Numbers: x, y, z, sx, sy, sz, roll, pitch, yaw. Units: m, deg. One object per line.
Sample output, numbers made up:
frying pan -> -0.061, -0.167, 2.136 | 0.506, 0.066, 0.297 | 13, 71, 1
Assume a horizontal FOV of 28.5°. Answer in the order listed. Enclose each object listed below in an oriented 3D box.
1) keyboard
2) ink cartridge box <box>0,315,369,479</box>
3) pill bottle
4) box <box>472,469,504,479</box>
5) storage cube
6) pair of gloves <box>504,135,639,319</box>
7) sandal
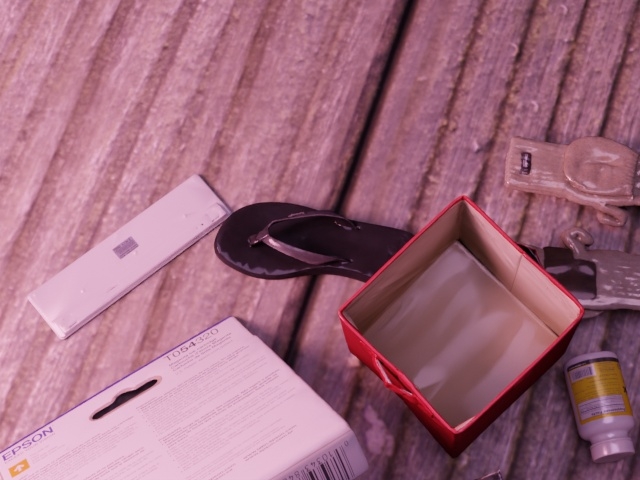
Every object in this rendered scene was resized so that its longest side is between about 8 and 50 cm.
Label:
keyboard -> -0.228, 0.016, 1.515 | 0.256, 0.014, 0.072 | -37, 68, -16
ink cartridge box -> -0.159, 0.234, 1.323 | 0.324, 0.330, 0.071 | -30, 115, -13
pill bottle -> 0.318, 0.189, 1.428 | 0.065, 0.065, 0.116 | -7, 68, -5
box -> 0.028, 0.323, 1.237 | 0.293, 0.295, 0.073 | -15, 72, -9
storage cube -> 0.153, 0.100, 1.379 | 0.215, 0.193, 0.183 | -43, 74, -9
pair of gloves -> 0.324, -0.015, 1.529 | 0.204, 0.042, 0.240 | 1, 65, 2
sandal -> 0.001, -0.001, 1.504 | 0.254, 0.054, 0.097 | 5, 67, 0
